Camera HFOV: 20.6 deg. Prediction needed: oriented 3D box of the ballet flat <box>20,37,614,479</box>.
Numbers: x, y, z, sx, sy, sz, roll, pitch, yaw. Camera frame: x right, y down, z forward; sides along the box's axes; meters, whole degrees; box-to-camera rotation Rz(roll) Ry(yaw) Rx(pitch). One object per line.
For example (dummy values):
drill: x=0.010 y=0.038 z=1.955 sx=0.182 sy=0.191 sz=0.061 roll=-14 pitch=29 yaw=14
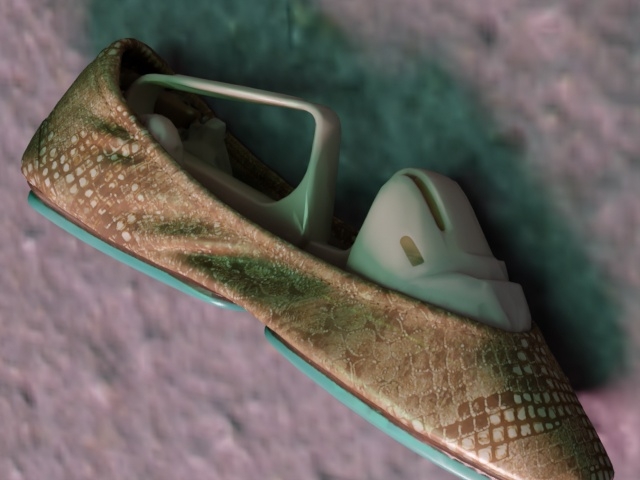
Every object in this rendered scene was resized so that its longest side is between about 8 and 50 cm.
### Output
ballet flat: x=0.000 y=0.000 z=0.498 sx=0.206 sy=0.073 sz=0.067 roll=29 pitch=103 yaw=23
